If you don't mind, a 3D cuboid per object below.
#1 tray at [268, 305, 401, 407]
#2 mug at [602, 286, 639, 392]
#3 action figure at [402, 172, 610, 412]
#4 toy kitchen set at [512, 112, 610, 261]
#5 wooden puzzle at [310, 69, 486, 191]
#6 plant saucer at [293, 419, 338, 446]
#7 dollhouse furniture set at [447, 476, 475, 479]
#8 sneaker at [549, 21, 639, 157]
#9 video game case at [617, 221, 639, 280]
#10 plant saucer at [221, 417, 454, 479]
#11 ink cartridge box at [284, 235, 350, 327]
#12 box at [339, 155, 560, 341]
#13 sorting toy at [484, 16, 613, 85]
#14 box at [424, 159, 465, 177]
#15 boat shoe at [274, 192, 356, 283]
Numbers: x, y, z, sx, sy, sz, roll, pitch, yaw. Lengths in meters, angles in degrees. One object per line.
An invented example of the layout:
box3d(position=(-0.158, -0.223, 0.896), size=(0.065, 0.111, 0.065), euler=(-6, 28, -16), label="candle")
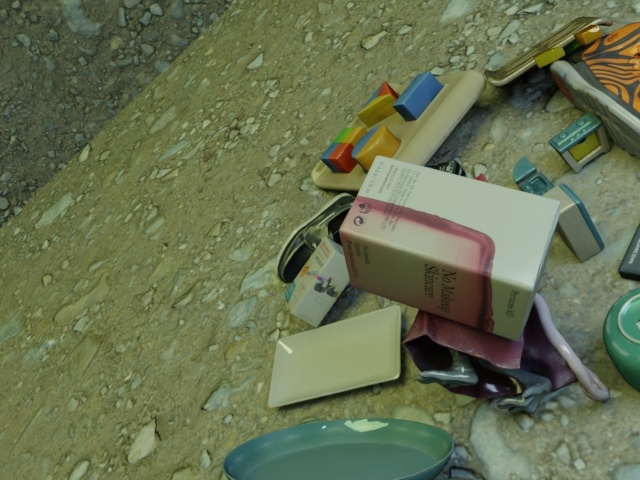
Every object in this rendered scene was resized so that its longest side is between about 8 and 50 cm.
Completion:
box3d(position=(0.028, 0.212, 1.175), size=(0.271, 0.030, 0.145), euler=(-20, 43, 29), label="tray")
box3d(position=(0.432, 0.109, 0.840), size=(0.130, 0.097, 0.157), euler=(6, 60, 46), label="mug")
box3d(position=(0.240, 0.040, 0.963), size=(0.276, 0.248, 0.370), euler=(-12, 50, 34), label="action figure")
box3d(position=(0.407, -0.106, 1.045), size=(0.166, 0.122, 0.207), euler=(-36, 38, 11), label="toy kitchen set")
box3d(position=(0.138, -0.242, 1.410), size=(0.322, 0.080, 0.348), euler=(-51, 26, -10), label="wooden puzzle")
box3d(position=(-0.036, 0.375, 1.076), size=(0.195, 0.037, 0.194), euler=(-24, 42, 24), label="plant saucer")
box3d(position=(0.041, 0.410, 0.807), size=(0.356, 0.303, 0.173), euler=(-7, 88, 36), label="dollhouse furniture set")
box3d(position=(0.522, -0.268, 1.090), size=(0.180, 0.124, 0.321), euler=(-35, 38, 14), label="sneaker")
box3d(position=(0.570, -0.010, 0.887), size=(0.274, 0.026, 0.196), euler=(12, 64, 49), label="video game case")
box3d(position=(0.025, 0.307, 0.917), size=(0.318, 0.318, 0.043), euler=(-7, 88, 39), label="plant saucer")
box3d(position=(0.011, 0.061, 1.254), size=(0.181, 0.062, 0.104), euler=(-55, 18, 7), label="ink cartridge box")
box3d(position=(0.158, 0.010, 0.827), size=(0.233, 0.148, 0.126), euler=(17, 63, 20), label="box")
box3d(position=(0.421, -0.344, 1.233), size=(0.229, 0.041, 0.307), euler=(-27, 11, 19), label="sorting toy")
box3d(position=(0.174, -0.056, 1.281), size=(0.184, 0.045, 0.190), euler=(-11, 49, 40), label="box")
box3d(position=(0.000, 0.000, 1.356), size=(0.233, 0.084, 0.079), euler=(-45, 37, -5), label="boat shoe")
